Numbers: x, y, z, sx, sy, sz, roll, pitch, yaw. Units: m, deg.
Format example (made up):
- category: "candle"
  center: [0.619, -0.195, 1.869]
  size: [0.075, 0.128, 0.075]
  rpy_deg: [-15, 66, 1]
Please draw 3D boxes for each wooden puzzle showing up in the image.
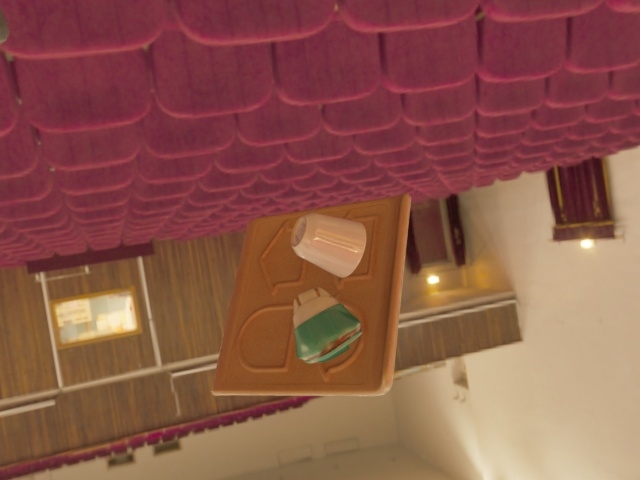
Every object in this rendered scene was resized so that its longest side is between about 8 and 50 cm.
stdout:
- category: "wooden puzzle"
  center: [-0.007, 0.097, 1.096]
  size: [0.348, 0.322, 0.080]
  rpy_deg: [-10, 148, 34]

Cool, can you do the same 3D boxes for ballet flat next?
- category: "ballet flat"
  center: [-0.002, 0.104, 0.838]
  size: [0.083, 0.087, 0.247]
  rpy_deg: [-29, 170, -5]

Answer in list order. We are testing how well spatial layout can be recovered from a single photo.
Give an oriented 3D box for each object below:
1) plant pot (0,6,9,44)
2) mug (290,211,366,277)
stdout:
- category: "plant pot"
  center: [-0.229, -0.155, 0.189]
  size: [0.271, 0.255, 0.271]
  rpy_deg: [-11, -157, 5]
- category: "mug"
  center: [0.001, 0.003, 0.713]
  size: [0.064, 0.062, 0.078]
  rpy_deg: [19, 155, -25]
